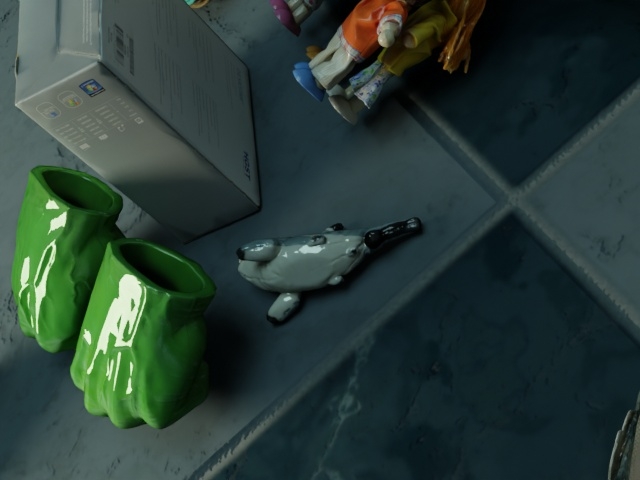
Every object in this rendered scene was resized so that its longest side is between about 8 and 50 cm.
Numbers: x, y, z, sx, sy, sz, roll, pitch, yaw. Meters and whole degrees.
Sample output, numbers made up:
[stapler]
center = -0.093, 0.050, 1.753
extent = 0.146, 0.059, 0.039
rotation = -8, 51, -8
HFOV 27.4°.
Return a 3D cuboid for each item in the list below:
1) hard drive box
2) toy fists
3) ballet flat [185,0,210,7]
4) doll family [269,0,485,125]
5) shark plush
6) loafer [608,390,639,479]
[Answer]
[hard drive box]
center = -0.154, -0.136, 1.141
extent = 0.089, 0.232, 0.181
rotation = -24, 49, 21
[toy fists]
center = -0.180, 0.051, 1.108
extent = 0.279, 0.096, 0.142
rotation = 37, 116, 43
[ballet flat]
center = -0.221, -0.315, 1.405
extent = 0.342, 0.116, 0.124
rotation = 8, 46, 38
[doll family]
center = 0.062, -0.196, 1.134
extent = 0.163, 0.118, 0.263
rotation = -41, 28, 13
[shark plush]
center = 0.000, 0.000, 1.070
extent = 0.161, 0.073, 0.067
rotation = -28, 19, 23
[loafer]
center = 0.190, 0.189, 0.786
extent = 0.084, 0.096, 0.267
rotation = -10, 58, 37
